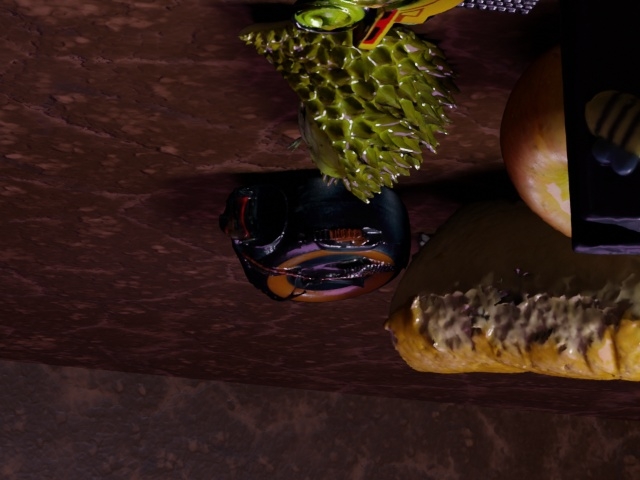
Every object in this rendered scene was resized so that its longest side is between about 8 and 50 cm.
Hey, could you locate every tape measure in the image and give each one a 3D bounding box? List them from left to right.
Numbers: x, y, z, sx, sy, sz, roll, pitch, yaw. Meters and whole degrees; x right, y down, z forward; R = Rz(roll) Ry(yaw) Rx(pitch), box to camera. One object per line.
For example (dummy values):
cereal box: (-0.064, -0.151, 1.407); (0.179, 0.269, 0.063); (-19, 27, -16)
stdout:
tape measure: (0.000, 0.000, 2.078); (0.223, 0.135, 0.202); (-6, 156, 5)

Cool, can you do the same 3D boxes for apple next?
apple: (0.278, -0.102, 1.585); (0.210, 0.173, 0.235); (24, 152, 5)

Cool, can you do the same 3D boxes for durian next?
durian: (0.037, -0.140, 1.681); (0.169, 0.157, 0.355); (35, 172, 15)

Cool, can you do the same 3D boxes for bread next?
bread: (0.270, 0.059, 1.980); (0.375, 0.236, 0.165); (1, 131, 44)

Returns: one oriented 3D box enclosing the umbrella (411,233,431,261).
umbrella: (0.293, 0.039, 2.248); (0.358, 0.113, 0.106); (-4, 142, 19)

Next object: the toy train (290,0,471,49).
toy train: (0.071, -0.231, 1.276); (0.160, 0.100, 0.296); (3, 165, -14)

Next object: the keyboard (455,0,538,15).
keyboard: (0.091, -0.220, 1.478); (0.204, 0.013, 0.061); (4, 164, -9)

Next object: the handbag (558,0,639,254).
handbag: (0.322, -0.136, 1.177); (0.303, 0.329, 0.122); (0, 161, 4)
